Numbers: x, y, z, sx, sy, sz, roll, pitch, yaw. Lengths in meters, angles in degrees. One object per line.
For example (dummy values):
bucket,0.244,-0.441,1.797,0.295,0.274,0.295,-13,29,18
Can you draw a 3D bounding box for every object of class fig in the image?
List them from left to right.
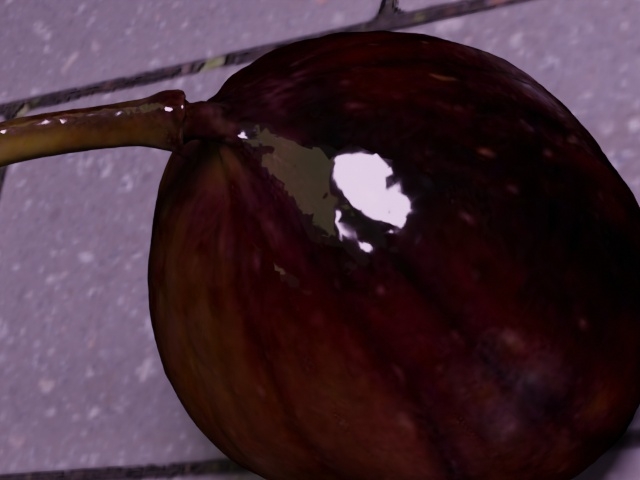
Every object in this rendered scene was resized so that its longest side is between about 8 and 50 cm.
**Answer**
fig,0.012,-0.010,0.745,0.204,0.249,0.186,21,69,43
